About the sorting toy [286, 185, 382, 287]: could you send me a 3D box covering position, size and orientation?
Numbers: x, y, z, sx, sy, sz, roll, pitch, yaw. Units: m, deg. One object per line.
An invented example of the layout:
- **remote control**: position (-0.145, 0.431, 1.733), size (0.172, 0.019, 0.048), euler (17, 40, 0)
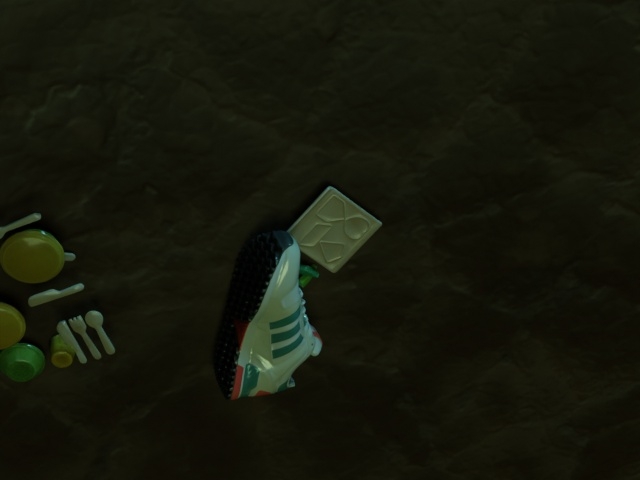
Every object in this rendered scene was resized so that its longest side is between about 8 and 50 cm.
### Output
- **sorting toy**: position (0.000, 0.000, 1.005), size (0.062, 0.012, 0.083), euler (34, 109, -31)

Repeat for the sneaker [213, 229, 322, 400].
- **sneaker**: position (-0.032, 0.059, 1.018), size (0.075, 0.057, 0.161), euler (1, 125, -27)

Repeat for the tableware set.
- **tableware set**: position (-0.229, 0.044, 0.983), size (0.104, 0.024, 0.154), euler (-19, 126, 5)
